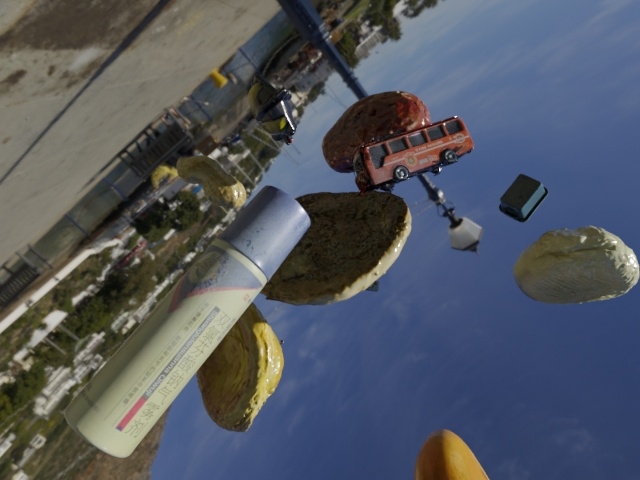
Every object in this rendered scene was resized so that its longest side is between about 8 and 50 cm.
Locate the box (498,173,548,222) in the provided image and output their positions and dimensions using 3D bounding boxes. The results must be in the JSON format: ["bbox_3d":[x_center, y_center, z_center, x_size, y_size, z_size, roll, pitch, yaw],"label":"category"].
[{"bbox_3d":[0.458,-0.100,0.981,0.074,0.054,0.099,39,-87,36],"label":"box"}]

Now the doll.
[{"bbox_3d":[-0.098,-0.261,0.892,0.088,0.126,0.248,-65,-167,0],"label":"doll"}]

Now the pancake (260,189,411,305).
[{"bbox_3d":[-0.001,-0.002,0.858,0.355,0.065,0.356,-12,-145,9],"label":"pancake"}]

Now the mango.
[{"bbox_3d":[0.259,0.488,0.829,0.138,0.187,0.257,-61,-150,35],"label":"mango"}]

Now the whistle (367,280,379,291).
[{"bbox_3d":[0.013,0.071,0.904,0.222,0.123,0.123,6,-148,9],"label":"whistle"}]

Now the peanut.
[{"bbox_3d":[-0.318,-0.176,1.265,0.103,0.229,0.098,-52,-178,-13],"label":"peanut"}]

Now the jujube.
[{"bbox_3d":[0.144,-0.274,1.137,0.290,0.197,0.197,-18,-154,26],"label":"jujube"}]

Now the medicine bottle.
[{"bbox_3d":[-0.097,0.055,0.353,0.231,0.059,0.059,-53,-159,-20],"label":"medicine bottle"}]

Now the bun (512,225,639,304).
[{"bbox_3d":[0.499,0.042,0.862,0.220,0.220,0.135,-22,-130,46],"label":"bun"}]

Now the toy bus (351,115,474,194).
[{"bbox_3d":[0.169,-0.157,0.800,0.234,0.097,0.073,-19,172,-16],"label":"toy bus"}]

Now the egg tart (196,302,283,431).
[{"bbox_3d":[-0.184,0.280,1.019,0.318,0.128,0.320,-14,-109,46],"label":"egg tart"}]
